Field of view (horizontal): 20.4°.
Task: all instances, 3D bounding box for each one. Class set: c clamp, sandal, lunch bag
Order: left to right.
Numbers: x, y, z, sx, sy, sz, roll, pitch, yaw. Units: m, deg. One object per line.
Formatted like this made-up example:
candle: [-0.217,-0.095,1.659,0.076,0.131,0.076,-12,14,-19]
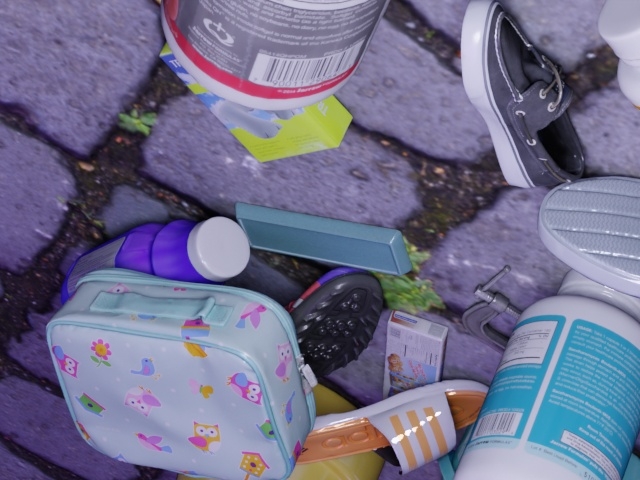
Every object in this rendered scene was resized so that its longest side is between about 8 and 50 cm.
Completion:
lunch bag: [-0.141,0.138,1.878,0.279,0.108,0.224,6,129,25]
sandal: [0.073,0.230,1.998,0.265,0.076,0.102,-16,146,6]
c clamp: [0.214,0.097,1.841,0.161,0.022,0.137,35,148,-14]

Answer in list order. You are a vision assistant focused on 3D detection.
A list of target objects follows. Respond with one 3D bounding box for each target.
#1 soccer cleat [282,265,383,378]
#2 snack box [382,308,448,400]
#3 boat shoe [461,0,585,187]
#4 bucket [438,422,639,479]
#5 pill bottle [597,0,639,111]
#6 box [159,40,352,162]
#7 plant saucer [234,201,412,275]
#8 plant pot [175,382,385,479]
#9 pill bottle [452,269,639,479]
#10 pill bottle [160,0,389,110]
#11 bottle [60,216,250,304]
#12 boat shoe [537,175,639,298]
soccer cleat: [-0.030,0.112,1.976,0.109,0.116,0.318,6,139,-24]
snack box: [0.104,0.139,1.986,0.064,0.022,0.178,18,148,11]
boat shoe: [0.176,-0.118,1.491,0.076,0.080,0.228,3,144,23]
bucket: [0.244,0.332,2.022,0.281,0.183,0.281,19,148,12]
pill bottle: [0.308,-0.115,1.356,0.215,0.117,0.117,42,146,-26]
box: [-0.065,-0.149,1.653,0.109,0.042,0.178,-9,136,43]
plant saucer: [0.000,0.000,1.857,0.192,0.018,0.067,11,146,25]
plant pot: [-0.078,0.314,2.178,0.254,0.239,0.254,19,148,12]
pill bottle: [0.232,0.153,1.678,0.146,0.264,0.146,20,149,12]
pill bottle: [-0.012,-0.248,1.330,0.176,0.176,0.318,26,149,0]
bottle: [-0.179,0.039,1.970,0.118,0.092,0.283,39,148,-21]
boat shoe: [0.335,0.030,1.571,0.302,0.109,0.094,17,150,10]
